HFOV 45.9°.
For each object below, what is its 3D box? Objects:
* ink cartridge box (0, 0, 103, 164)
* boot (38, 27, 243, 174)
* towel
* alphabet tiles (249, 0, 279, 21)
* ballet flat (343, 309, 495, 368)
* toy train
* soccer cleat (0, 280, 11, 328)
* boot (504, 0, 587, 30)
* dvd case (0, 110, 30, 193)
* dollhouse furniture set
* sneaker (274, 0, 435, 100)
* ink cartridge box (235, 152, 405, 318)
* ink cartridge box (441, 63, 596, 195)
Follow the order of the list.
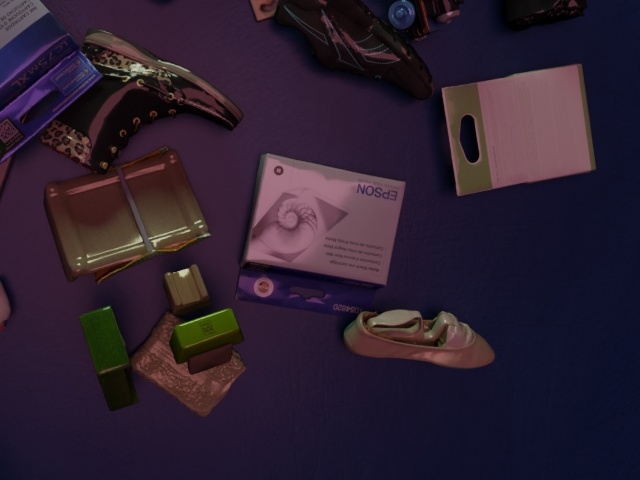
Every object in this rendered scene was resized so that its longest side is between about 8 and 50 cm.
[{"bbox_3d":[-0.448,-0.270,0.955,0.186,0.065,0.311,-42,90,-6],"label":"ink cartridge box"},{"bbox_3d":[-0.243,-0.159,1.027,0.236,0.085,0.178,27,82,-7],"label":"boot"},{"bbox_3d":[-0.194,0.181,1.107,0.148,0.027,0.110,38,85,-14],"label":"towel"},{"bbox_3d":[-0.070,-0.505,1.079,0.285,0.011,0.342,-21,100,-11],"label":"alphabet tiles"},{"bbox_3d":[0.160,0.145,1.151,0.249,0.086,0.086,5,94,-14],"label":"ballet flat"},{"bbox_3d":[0.141,-0.384,1.084,0.105,0.080,0.184,-11,102,31],"label":"toy train"},{"bbox_3d":[-0.519,0.098,1.009,0.196,0.068,0.076,-9,92,-19],"label":"soccer cleat"},{"bbox_3d":[0.282,-0.422,1.124,0.247,0.094,0.207,-8,93,-18],"label":"boot"},{"bbox_3d":[-0.498,-0.131,1.012,0.165,0.018,0.221,20,91,-13],"label":"dvd case"},{"bbox_3d":[-0.248,0.048,1.055,0.198,0.151,0.301,-18,67,-17],"label":"dollhouse furniture set"},{"bbox_3d":[0.053,-0.286,1.100,0.267,0.101,0.106,38,111,-17],"label":"sneaker"},{"bbox_3d":[0.000,0.000,1.125,0.223,0.045,0.223,9,94,-14],"label":"ink cartridge box"},{"bbox_3d":[0.302,-0.171,1.175,0.235,0.056,0.171,-11,97,-9],"label":"ink cartridge box"}]
